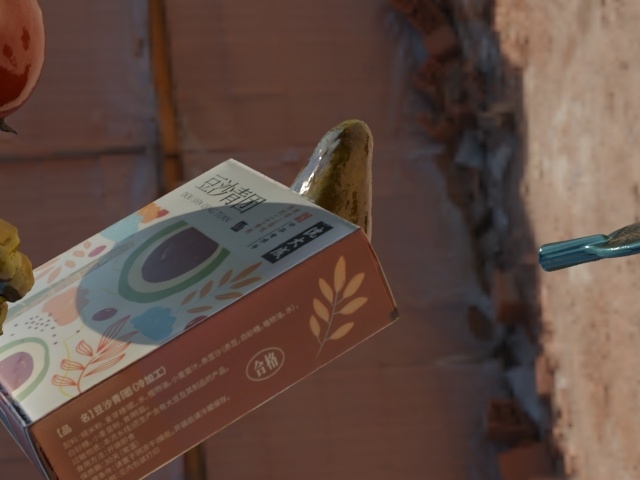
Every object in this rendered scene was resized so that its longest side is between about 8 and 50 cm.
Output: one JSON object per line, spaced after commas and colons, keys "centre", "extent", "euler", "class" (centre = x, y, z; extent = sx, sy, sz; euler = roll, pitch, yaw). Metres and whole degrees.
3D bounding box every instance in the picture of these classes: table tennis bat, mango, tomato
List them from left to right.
{"centre": [-0.423, -0.218, 1.609], "extent": [0.256, 0.255, 0.225], "euler": [-116, 24, -72], "class": "tomato"}
{"centre": [0.000, 0.000, 1.891], "extent": [0.193, 0.146, 0.316], "euler": [-78, 9, -76], "class": "mango"}
{"centre": [0.353, 0.003, 1.778], "extent": [0.124, 0.201, 0.033], "euler": [-32, -74, -60], "class": "table tennis bat"}

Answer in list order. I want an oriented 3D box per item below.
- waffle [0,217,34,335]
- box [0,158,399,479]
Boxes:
{"centre": [-0.370, 0.007, 1.149], "extent": [0.329, 0.329, 0.062], "euler": [101, 175, -59], "class": "waffle"}
{"centre": [-0.169, 0.085, 1.578], "extent": [0.344, 0.385, 0.122], "euler": [29, 146, 60], "class": "box"}
